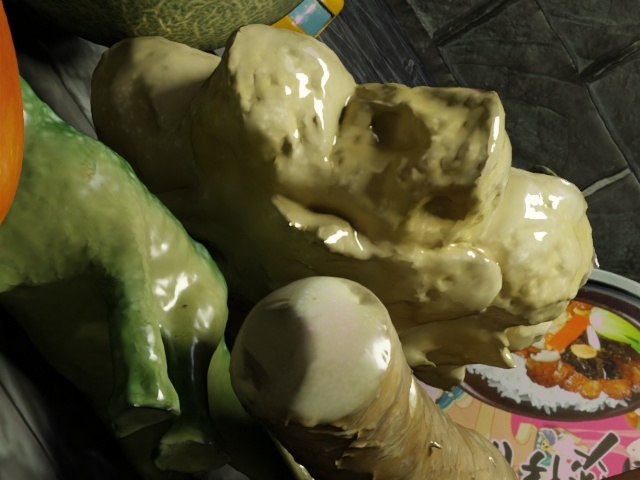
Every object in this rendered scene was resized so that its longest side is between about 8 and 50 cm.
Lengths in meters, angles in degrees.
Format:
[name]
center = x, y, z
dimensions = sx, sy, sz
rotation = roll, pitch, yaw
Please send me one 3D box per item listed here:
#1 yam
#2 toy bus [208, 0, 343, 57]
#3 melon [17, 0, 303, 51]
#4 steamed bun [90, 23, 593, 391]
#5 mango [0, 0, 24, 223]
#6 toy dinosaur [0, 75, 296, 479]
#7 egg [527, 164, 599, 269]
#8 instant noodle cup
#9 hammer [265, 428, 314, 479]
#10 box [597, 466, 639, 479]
[yam]
center = 0.047, 0.108, 0.599
dimensions = 0.081, 0.081, 0.357
rotation = 68, 7, 30
[toy bus]
center = -0.069, -0.257, 1.066
dimensions = 0.209, 0.136, 0.126
rotation = 63, 14, 18
[melon]
center = -0.115, -0.244, 0.647
dimensions = 0.329, 0.248, 0.249
rotation = 39, 23, -37
[steamed bun]
center = 0.000, 0.000, 0.652
dimensions = 0.292, 0.137, 0.295
rotation = 31, -14, -22
[mango]
center = -0.192, -0.101, 0.323
dimensions = 0.289, 0.129, 0.146
rotation = 44, 20, -23
[toy dinosaur]
center = -0.109, -0.025, 0.540
dimensions = 0.447, 0.087, 0.301
rotation = 51, 17, -50
[egg]
center = 0.197, 0.075, 1.302
dimensions = 0.286, 0.174, 0.264
rotation = 81, -5, -46
[instant noodle cup]
center = 0.159, 0.162, 0.845
dimensions = 0.302, 0.258, 0.181
rotation = 35, -9, 15
[hammer]
center = 0.001, 0.151, 0.703
dimensions = 0.195, 0.028, 0.060
rotation = 61, 10, 10
[box]
center = 0.164, 0.282, 0.521
dimensions = 0.239, 0.229, 0.339
rotation = 46, 26, -53
